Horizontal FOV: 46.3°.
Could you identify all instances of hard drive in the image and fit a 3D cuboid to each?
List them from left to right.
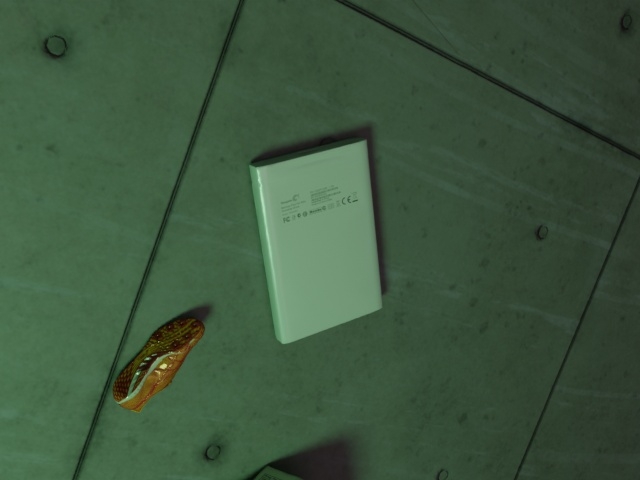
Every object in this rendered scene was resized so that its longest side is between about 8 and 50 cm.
[{"bbox_3d":[0.000,0.000,1.246,0.203,0.040,0.307,-17,114,-25],"label":"hard drive"}]

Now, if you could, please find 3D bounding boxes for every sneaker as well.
[{"bbox_3d":[-0.246,0.189,1.163,0.175,0.064,0.067,-44,142,-5],"label":"sneaker"}]

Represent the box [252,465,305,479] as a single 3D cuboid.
[{"bbox_3d":[-0.095,0.514,1.246,0.232,0.148,0.127,-36,125,-44],"label":"box"}]
